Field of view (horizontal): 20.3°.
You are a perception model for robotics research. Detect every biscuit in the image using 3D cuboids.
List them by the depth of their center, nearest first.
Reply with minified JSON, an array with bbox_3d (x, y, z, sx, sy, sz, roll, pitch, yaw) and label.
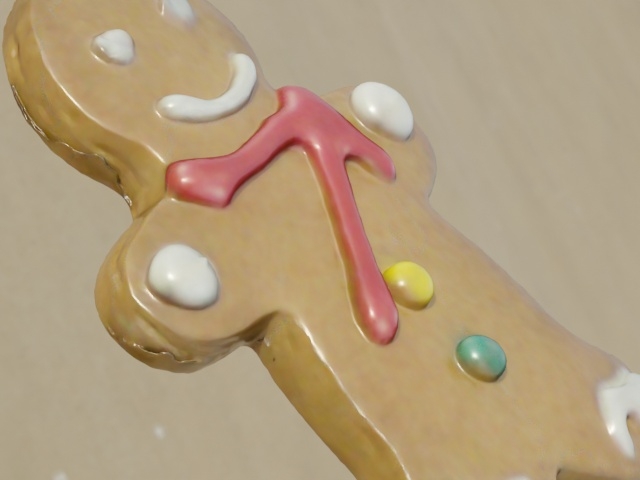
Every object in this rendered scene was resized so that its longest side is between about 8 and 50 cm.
[{"bbox_3d":[0.000,0.000,0.758,0.339,0.047,0.216,49,40,8],"label":"biscuit"}]
